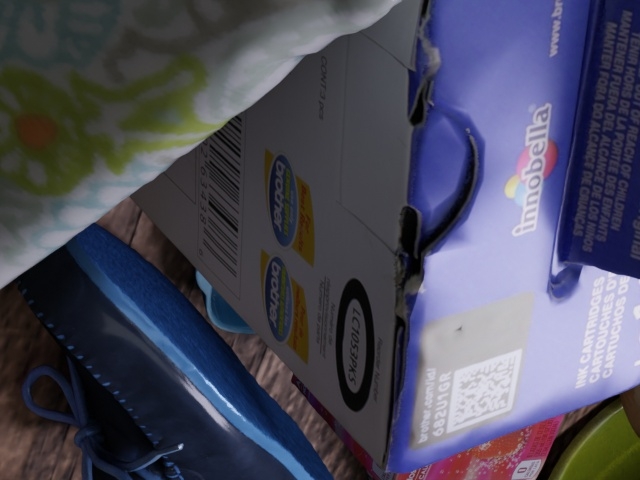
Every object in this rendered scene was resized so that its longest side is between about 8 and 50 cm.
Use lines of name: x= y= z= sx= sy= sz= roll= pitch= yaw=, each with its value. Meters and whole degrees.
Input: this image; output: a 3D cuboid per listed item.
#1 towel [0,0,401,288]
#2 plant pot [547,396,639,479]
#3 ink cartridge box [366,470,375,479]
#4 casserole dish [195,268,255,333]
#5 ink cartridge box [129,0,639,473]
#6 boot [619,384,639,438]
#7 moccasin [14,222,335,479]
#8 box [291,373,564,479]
towel: x=-0.181 y=-0.127 z=0.429 sx=0.374 sy=0.090 sz=0.320 roll=-31 pitch=107 yaw=36
plant pot: x=0.378 y=0.344 z=1.147 sx=0.366 sy=0.366 sz=0.353 roll=-34 pitch=144 yaw=-10
ink cartridge box: x=0.094 y=0.173 z=1.008 sx=0.104 sy=0.060 sz=0.180 roll=-28 pitch=130 yaw=-17
casserole dish: x=0.000 y=0.000 z=0.851 sx=0.188 sy=0.037 sz=0.114 roll=-2 pitch=120 yaw=-32
ink cartridge box: x=0.020 y=-0.098 z=0.557 sx=0.151 sy=0.395 sz=0.270 roll=-15 pitch=126 yaw=-26
boot: x=0.348 y=0.020 z=1.050 sx=0.211 sy=0.104 sz=0.295 roll=-12 pitch=120 yaw=-27
moccasin: x=-0.088 y=0.123 z=0.806 sx=0.116 sy=0.138 sz=0.342 roll=-34 pitch=132 yaw=1
box: x=0.092 y=0.012 z=0.808 sx=0.122 sy=0.128 sz=0.257 roll=3 pitch=116 yaw=-35
